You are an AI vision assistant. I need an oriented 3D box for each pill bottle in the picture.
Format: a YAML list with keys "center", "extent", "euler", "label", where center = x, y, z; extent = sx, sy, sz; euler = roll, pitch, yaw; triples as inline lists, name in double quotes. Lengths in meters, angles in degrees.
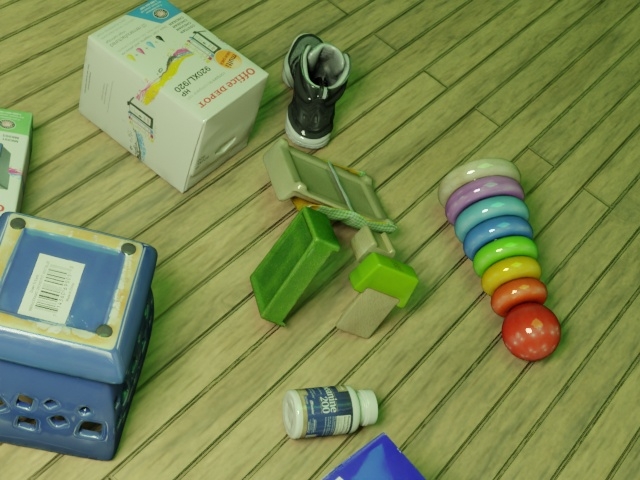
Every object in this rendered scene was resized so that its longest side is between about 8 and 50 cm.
- center: [0.014, 0.231, 1.349]
  extent: [0.120, 0.067, 0.067]
  euler: [-2, 53, -20]
  label: "pill bottle"

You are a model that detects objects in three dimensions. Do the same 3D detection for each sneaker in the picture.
- center: [-0.002, -0.296, 1.710]
  extent: [0.101, 0.153, 0.268]
  euler: [9, 50, -12]
  label: "sneaker"

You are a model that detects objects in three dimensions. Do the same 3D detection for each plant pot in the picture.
- center: [-0.331, 0.108, 1.235]
  extent: [0.236, 0.212, 0.236]
  euler: [15, 49, -8]
  label: "plant pot"

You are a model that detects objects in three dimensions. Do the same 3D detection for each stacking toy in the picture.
- center: [0.290, 0.038, 1.573]
  extent: [0.141, 0.141, 0.330]
  euler: [-1, 60, -20]
  label: "stacking toy"

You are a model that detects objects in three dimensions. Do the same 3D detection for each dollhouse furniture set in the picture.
- center: [0.000, 0.000, 1.534]
  extent: [0.197, 0.151, 0.301]
  euler: [21, 27, -29]
  label: "dollhouse furniture set"

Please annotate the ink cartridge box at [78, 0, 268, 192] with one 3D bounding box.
- center: [-0.233, -0.232, 1.569]
  extent: [0.233, 0.168, 0.171]
  euler: [37, 49, 11]
  label: "ink cartridge box"

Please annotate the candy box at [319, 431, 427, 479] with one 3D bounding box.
- center: [0.073, 0.430, 1.149]
  extent: [0.268, 0.122, 0.317]
  euler: [-33, 69, -23]
  label: "candy box"

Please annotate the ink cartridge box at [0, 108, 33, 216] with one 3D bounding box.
- center: [-0.501, -0.090, 1.415]
  extent: [0.154, 0.093, 0.212]
  euler: [8, 52, -14]
  label: "ink cartridge box"
